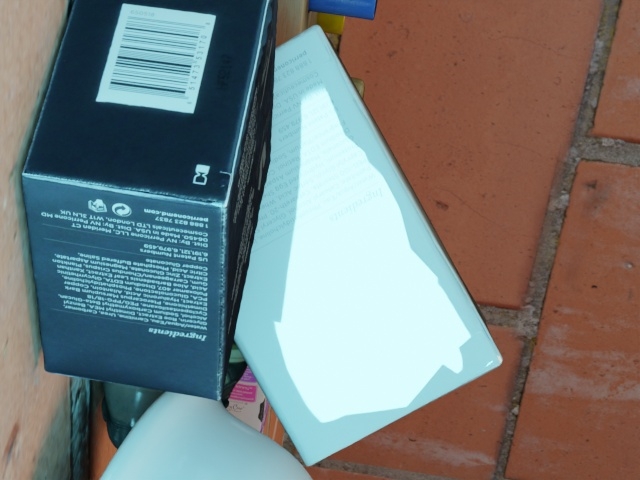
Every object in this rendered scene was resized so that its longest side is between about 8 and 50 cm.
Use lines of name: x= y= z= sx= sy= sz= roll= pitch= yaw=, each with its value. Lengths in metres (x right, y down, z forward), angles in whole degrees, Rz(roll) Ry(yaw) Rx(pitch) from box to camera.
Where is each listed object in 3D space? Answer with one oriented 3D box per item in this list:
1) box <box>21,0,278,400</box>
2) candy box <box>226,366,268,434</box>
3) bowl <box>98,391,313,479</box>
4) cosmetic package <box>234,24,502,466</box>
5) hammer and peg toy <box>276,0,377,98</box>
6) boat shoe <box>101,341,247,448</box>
box: x=-0.076 y=-0.034 z=0.860 sx=0.158 sy=0.093 sz=0.156 roll=94 pitch=4 yaw=-53
candy box: x=-0.073 y=0.078 z=1.754 sx=0.165 sy=0.070 sz=0.196 roll=-79 pitch=177 yaw=-48
bowl: x=-0.062 y=0.236 z=1.008 sx=0.298 sy=0.134 sz=0.298 roll=18 pitch=90 yaw=-79
cosmetic package: x=0.000 y=0.000 z=1.143 sx=0.225 sy=0.138 sz=0.224 roll=60 pitch=4 yaw=-1
hammer and peg toy: x=-0.003 y=-0.282 z=1.428 sx=0.266 sy=0.127 sz=0.361 roll=-77 pitch=175 yaw=-46
boat shoe: x=-0.097 y=0.091 z=1.148 sx=0.223 sy=0.080 sz=0.073 roll=-6 pitch=110 yaw=-82
